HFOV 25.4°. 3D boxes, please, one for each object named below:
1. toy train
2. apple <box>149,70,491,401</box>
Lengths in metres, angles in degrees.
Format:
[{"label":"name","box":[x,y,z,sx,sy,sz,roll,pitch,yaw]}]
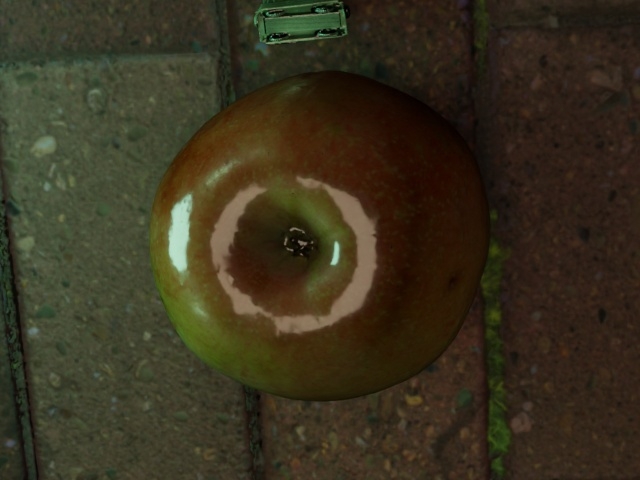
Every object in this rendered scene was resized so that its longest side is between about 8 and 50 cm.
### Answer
[{"label":"toy train","box":[-0.017,-0.219,1.372,0.093,0.056,0.038,-6,122,5]},{"label":"apple","box":[0.000,0.000,1.317,0.319,0.277,0.319,1,104,4]}]
